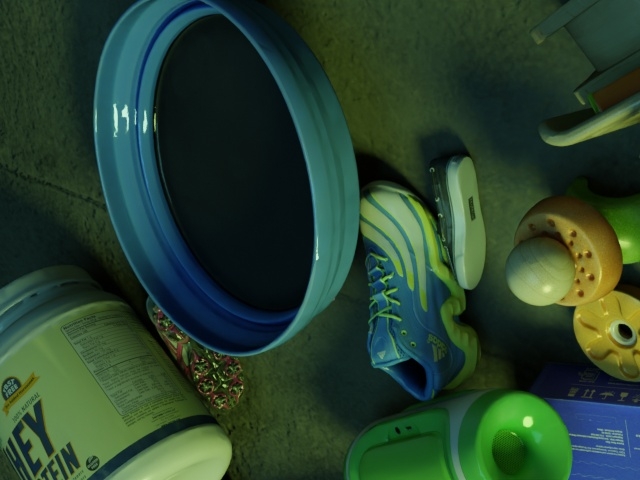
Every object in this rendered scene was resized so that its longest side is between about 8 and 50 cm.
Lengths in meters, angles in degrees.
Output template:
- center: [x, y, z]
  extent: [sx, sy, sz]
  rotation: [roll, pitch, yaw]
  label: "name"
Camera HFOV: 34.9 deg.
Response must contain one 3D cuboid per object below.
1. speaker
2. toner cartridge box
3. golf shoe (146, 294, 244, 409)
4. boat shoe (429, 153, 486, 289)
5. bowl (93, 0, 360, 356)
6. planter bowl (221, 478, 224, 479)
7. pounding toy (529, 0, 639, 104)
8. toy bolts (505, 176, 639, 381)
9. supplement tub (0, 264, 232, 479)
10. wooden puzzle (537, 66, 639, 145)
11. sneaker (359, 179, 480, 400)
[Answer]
- center: [0.132, 0.233, 1.073]
  extent: [0.131, 0.131, 0.296]
  rotation: [52, 151, -1]
  label: "speaker"
- center: [0.383, 0.216, 0.984]
  extent: [0.348, 0.075, 0.165]
  rotation: [1, 116, 33]
  label: "toner cartridge box"
- center: [-0.160, 0.135, 1.314]
  extent: [0.186, 0.067, 0.086]
  rotation: [61, 165, -18]
  label: "golf shoe"
- center: [0.139, -0.019, 1.040]
  extent: [0.040, 0.049, 0.142]
  rotation: [5, 111, 37]
  label: "boat shoe"
- center: [-0.108, -0.072, 1.086]
  extent: [0.391, 0.077, 0.391]
  rotation: [22, 121, 43]
  label: "bowl"
- center: [-0.172, 0.387, 1.402]
  extent: [0.162, 0.162, 0.109]
  rotation: [10, 94, 29]
  label: "planter bowl"
- center: [0.265, -0.235, 0.785]
  extent: [0.155, 0.154, 0.269]
  rotation: [53, 149, -2]
  label: "pounding toy"
- center: [0.279, 0.072, 0.893]
  extent: [0.228, 0.158, 0.218]
  rotation: [15, 125, 41]
  label: "toy bolts"
- center: [-0.292, 0.213, 1.295]
  extent: [0.325, 0.235, 0.235]
  rotation: [48, 132, 22]
  label: "supplement tub"
- center: [0.304, -0.139, 0.755]
  extent: [0.239, 0.221, 0.044]
  rotation: [-23, 87, 40]
  label: "wooden puzzle"
- center: [0.090, 0.059, 1.058]
  extent: [0.091, 0.126, 0.240]
  rotation: [-20, 103, 39]
  label: "sneaker"
